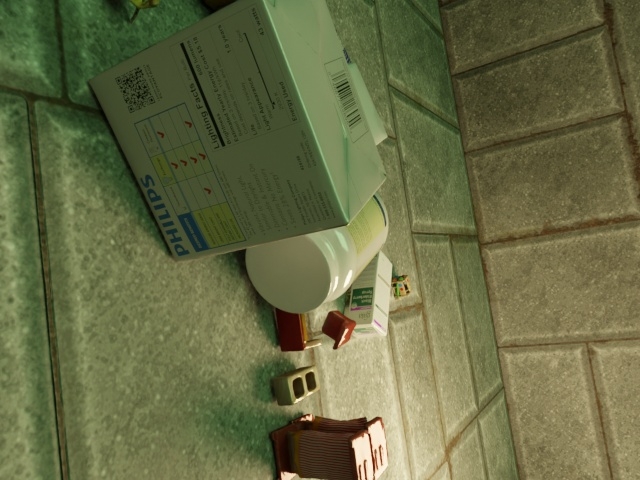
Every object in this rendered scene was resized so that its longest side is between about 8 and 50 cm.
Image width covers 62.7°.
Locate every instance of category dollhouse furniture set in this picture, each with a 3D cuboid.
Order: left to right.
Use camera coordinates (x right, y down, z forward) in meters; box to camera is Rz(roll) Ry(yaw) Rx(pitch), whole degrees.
[{"bbox_3d":[0.002,0.320,1.119,0.152,0.201,0.375,-4,84,-59],"label":"dollhouse furniture set"}]

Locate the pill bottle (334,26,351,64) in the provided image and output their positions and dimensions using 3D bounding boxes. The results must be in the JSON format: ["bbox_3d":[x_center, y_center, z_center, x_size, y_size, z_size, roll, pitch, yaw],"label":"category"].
[{"bbox_3d":[-0.007,-0.494,1.424,0.265,0.153,0.153,59,36,-29],"label":"pill bottle"}]

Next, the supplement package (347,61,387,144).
[{"bbox_3d":[-0.043,-0.222,1.109,0.177,0.292,0.175,-41,109,-51],"label":"supplement package"}]

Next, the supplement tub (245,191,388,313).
[{"bbox_3d":[0.000,0.000,1.189,0.325,0.235,0.236,-41,115,-56],"label":"supplement tub"}]

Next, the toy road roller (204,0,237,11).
[{"bbox_3d":[-0.165,-0.537,1.137,0.329,0.202,0.241,13,80,-59],"label":"toy road roller"}]

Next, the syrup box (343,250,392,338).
[{"bbox_3d":[0.138,0.153,1.507,0.096,0.093,0.237,46,44,-43],"label":"syrup box"}]

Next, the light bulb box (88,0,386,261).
[{"bbox_3d":[-0.130,-0.188,0.911,0.225,0.360,0.358,-47,120,-56],"label":"light bulb box"}]

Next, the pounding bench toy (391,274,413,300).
[{"bbox_3d":[0.266,0.157,1.761,0.083,0.052,0.065,-37,112,-57],"label":"pounding bench toy"}]

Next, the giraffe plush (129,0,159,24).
[{"bbox_3d":[-0.351,-0.501,0.878,0.170,0.181,0.210,17,100,-45],"label":"giraffe plush"}]
